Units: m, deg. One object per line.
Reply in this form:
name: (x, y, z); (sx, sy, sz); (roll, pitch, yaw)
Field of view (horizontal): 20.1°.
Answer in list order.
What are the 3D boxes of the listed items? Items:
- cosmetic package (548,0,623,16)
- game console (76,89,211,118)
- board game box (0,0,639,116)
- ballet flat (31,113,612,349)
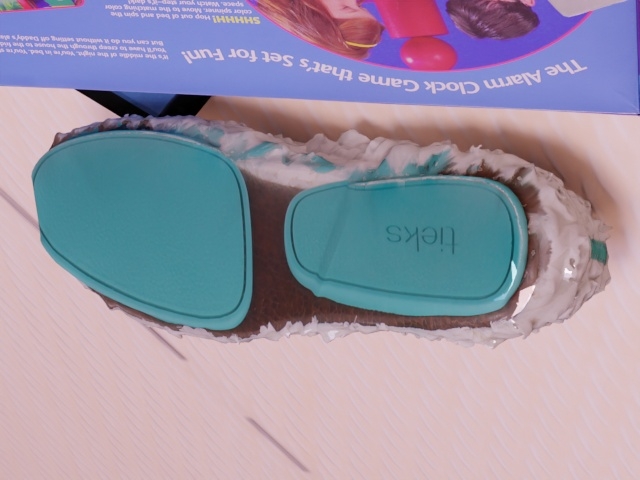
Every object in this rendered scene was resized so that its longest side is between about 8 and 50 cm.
cosmetic package: (0.112, -0.199, 0.541); (0.127, 0.238, 0.107); (40, 155, -23)
game console: (-0.190, -0.129, 1.072); (0.173, 0.250, 0.293); (59, 153, 5)
board game box: (-0.027, -0.164, 0.813); (0.347, 0.078, 0.233); (4, 146, 13)
ballet flat: (0.000, 0.000, 1.129); (0.409, 0.147, 0.147); (9, 146, 37)
